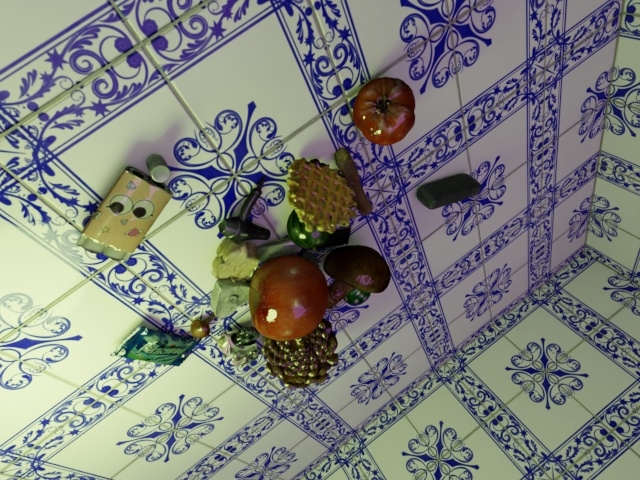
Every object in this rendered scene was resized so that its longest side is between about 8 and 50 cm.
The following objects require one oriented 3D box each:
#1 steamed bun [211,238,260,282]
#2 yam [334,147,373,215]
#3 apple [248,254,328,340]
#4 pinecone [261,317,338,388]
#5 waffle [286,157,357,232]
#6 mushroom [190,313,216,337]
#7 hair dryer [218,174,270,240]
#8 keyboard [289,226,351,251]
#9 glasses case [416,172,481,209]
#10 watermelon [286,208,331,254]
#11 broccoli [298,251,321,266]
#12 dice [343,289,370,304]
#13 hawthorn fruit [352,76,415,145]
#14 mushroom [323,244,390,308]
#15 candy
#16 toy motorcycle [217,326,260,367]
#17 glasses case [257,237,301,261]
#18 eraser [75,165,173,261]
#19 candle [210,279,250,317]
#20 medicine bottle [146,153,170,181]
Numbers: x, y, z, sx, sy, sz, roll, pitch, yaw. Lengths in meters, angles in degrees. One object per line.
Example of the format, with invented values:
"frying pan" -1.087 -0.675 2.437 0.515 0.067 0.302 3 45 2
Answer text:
"steamed bun" -0.333 0.067 1.622 0.177 0.106 0.192 3 129 -41
"yam" 0.146 -0.231 1.736 0.081 0.081 0.357 -38 135 -4
"apple" -0.131 0.230 1.664 0.276 0.349 0.349 2 122 -24
"pinecone" -0.099 0.505 1.943 0.384 0.384 0.385 -18 131 -22
"waffle" 0.009 -0.177 1.580 0.311 0.308 0.060 -14 175 -38
"mushroom" -0.496 0.360 1.759 0.129 0.073 0.088 -44 93 -7
"hair dryer" -0.243 -0.115 1.564 0.235 0.091 0.272 11 112 -50
"keyboard" 0.000 0.000 1.851 0.316 0.027 0.106 -9 127 -30
"glasses case" 0.625 -0.242 2.017 0.322 0.131 0.074 -18 137 -22
"watermelon" -0.041 -0.045 1.656 0.187 0.215 0.188 -6 169 -1
"broccoli" -0.067 0.136 1.872 0.122 0.118 0.204 -52 162 -34
"dice" 0.172 0.236 2.077 0.130 0.128 0.120 -13 128 -25
"hawthorn fruit" 0.248 -0.470 1.549 0.242 0.242 0.271 -50 166 9
"mushroom" 0.130 0.179 1.841 0.331 0.333 0.357 103 11 -69
"candy" -0.661 0.437 1.700 0.187 0.077 0.331 -46 138 7
"toy motorcycle" -0.376 0.495 1.906 0.187 0.143 0.327 -10 143 -18
"glasses case" -0.174 0.038 1.729 0.197 0.049 0.076 -14 125 -10
"eraser" -0.622 -0.080 1.320 0.171 0.087 0.291 30 103 -43
"candle" -0.384 0.227 1.734 0.192 0.068 0.169 -39 135 -8
"medicine bottle" -0.504 -0.226 1.285 0.058 0.091 0.058 -18 131 -22
